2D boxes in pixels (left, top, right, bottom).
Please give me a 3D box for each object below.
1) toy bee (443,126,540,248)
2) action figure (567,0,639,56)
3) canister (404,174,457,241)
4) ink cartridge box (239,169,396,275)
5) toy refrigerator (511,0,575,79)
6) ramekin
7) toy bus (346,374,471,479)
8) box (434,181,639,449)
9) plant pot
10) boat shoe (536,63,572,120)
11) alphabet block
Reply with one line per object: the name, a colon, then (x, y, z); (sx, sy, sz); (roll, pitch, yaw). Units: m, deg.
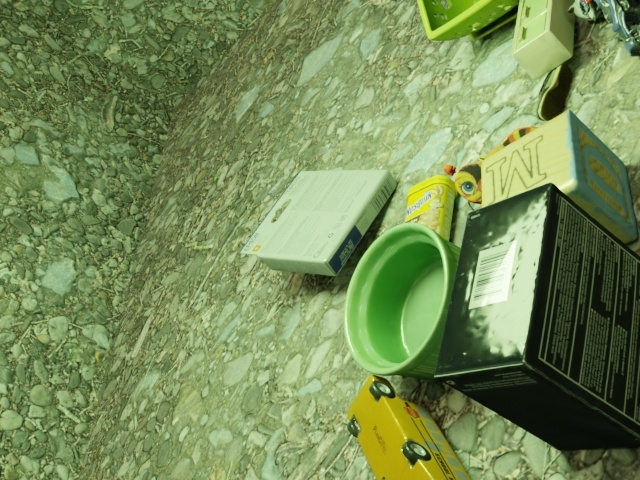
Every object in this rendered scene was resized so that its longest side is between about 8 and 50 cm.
toy bee: (0.339, -0.132, 1.637); (0.298, 0.162, 0.195); (-45, -18, -8)
action figure: (0.665, -0.543, 1.656); (0.330, 0.178, 0.341); (-32, 65, 49)
canister: (0.246, -0.050, 1.827); (0.126, 0.073, 0.170); (-26, 42, 45)
ink cartridge box: (-0.007, -0.054, 2.104); (0.330, 0.071, 0.324); (3, 50, 46)
toy refrigerator: (0.506, -0.493, 1.816); (0.102, 0.094, 0.269); (-31, 29, 40)
ramekin: (0.195, 0.130, 1.580); (0.303, 0.148, 0.303); (-34, 46, 44)
toy bus: (0.159, 0.381, 1.429); (0.108, 0.130, 0.333); (-62, 25, 16)
box: (0.356, 0.127, 1.218); (0.183, 0.294, 0.296); (-23, 42, 50)
plant pot: (0.391, -0.642, 2.027); (0.227, 0.207, 0.228); (-24, 73, 48)
boat shoe: (0.498, -0.313, 1.730); (0.049, 0.056, 0.152); (-16, 38, 58)
alphabet block: (0.424, -0.077, 1.444); (0.197, 0.192, 0.193); (-31, 35, 38)
